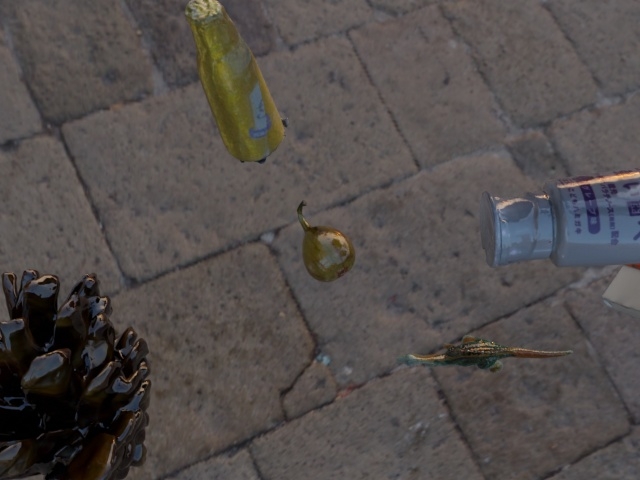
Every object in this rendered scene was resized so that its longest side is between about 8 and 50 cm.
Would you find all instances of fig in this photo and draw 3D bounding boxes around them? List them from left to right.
[{"bbox_3d":[0.000,0.000,0.875,0.050,0.050,0.083,-23,67,-20],"label":"fig"}]

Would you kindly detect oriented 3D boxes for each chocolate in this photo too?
[{"bbox_3d":[-0.104,-0.183,1.059,0.086,0.219,0.085,-8,55,11],"label":"chocolate"}]

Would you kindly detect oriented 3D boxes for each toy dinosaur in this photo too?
[{"bbox_3d":[0.189,0.133,1.094,0.187,0.106,0.044,1,82,33],"label":"toy dinosaur"}]

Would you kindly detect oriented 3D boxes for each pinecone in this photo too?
[{"bbox_3d":[-0.239,0.129,0.772,0.202,0.229,0.201,-28,106,-2],"label":"pinecone"}]

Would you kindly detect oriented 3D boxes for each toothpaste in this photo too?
[{"bbox_3d":[0.287,-0.023,0.776,0.299,0.073,0.114,-6,58,-1],"label":"toothpaste"}]

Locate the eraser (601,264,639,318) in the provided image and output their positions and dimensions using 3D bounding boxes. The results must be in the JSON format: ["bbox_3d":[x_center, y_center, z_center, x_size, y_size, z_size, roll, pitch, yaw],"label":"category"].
[{"bbox_3d":[0.461,0.003,1.120,0.038,0.157,0.230,37,85,-24],"label":"eraser"}]
